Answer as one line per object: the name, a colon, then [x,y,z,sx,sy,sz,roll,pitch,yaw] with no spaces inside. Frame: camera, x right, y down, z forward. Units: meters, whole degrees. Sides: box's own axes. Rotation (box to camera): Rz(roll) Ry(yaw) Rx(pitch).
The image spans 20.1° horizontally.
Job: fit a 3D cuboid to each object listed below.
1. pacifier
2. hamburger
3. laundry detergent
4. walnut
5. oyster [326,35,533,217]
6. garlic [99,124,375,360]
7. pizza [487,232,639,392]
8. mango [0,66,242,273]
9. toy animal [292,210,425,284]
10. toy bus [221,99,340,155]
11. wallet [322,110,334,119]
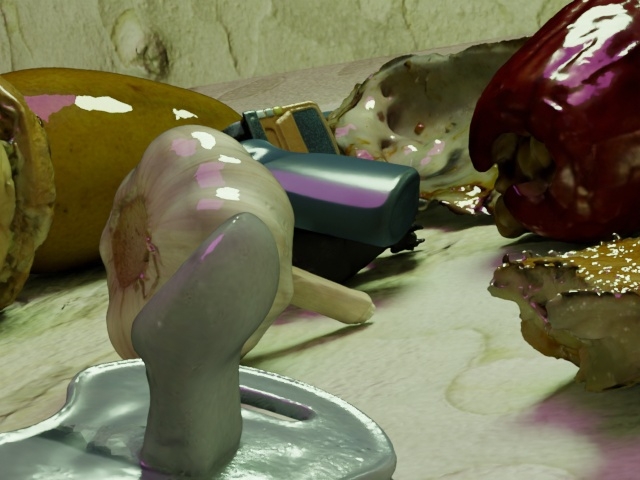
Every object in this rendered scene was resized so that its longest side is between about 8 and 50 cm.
pacifier: [-0.052,0.083,0.952,0.227,0.207,0.279,11,18,16]
hamburger: [-0.396,-0.056,1.748,0.319,0.318,0.158,-1,14,41]
laundry detergent: [-0.021,-0.045,1.592,0.206,0.061,0.096,11,35,19]
walnut: [0.247,-0.100,1.638,0.269,0.221,0.244,-27,-14,-32]
oyster: [0.119,-0.097,1.903,0.361,0.096,0.221,-5,46,47]
garlic: [-0.050,0.019,1.421,0.226,0.199,0.199,12,0,-26]
pizza: [0.232,0.049,1.143,0.223,0.089,0.323,-7,8,-10]
mango: [-0.248,-0.079,1.952,0.378,0.221,0.264,-5,-1,-11]
toy animal: [0.000,0.000,1.639,0.148,0.084,0.233,-2,10,34]
toy bus: [-0.056,-0.061,1.817,0.103,0.091,0.182,-15,-18,-28]
wallet: [-0.005,-0.106,2.212,0.176,0.075,0.250,-19,14,-22]
